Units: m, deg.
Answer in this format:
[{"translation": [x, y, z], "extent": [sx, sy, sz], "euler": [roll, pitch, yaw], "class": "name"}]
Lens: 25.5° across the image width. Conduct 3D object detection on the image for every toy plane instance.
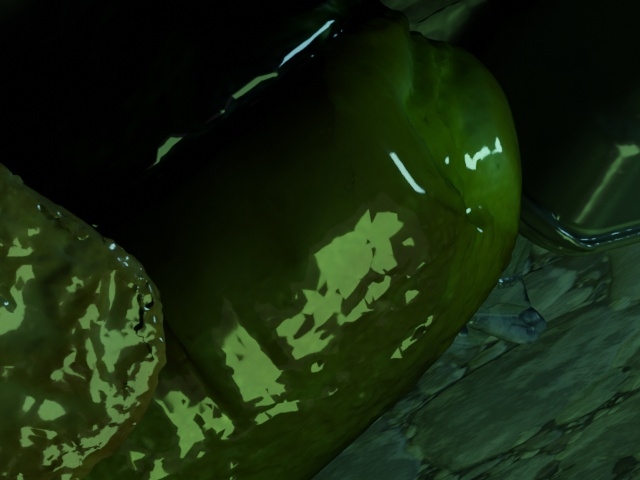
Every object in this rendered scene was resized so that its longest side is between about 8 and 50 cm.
[{"translation": [0.105, 0.040, 1.015], "extent": [0.212, 0.088, 0.267], "euler": [-40, 163, 20], "class": "toy plane"}]

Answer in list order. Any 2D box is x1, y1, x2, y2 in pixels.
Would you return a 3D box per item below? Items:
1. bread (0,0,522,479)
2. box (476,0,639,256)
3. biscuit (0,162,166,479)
[{"translation": [-0.078, 0.035, 0.647], "extent": [0.376, 0.208, 0.251], "euler": [-41, 159, 11], "class": "bread"}, {"translation": [0.209, -0.109, 0.802], "extent": [0.274, 0.138, 0.178], "euler": [-12, 144, -42], "class": "box"}, {"translation": [-0.167, 0.006, 0.489], "extent": [0.247, 0.029, 0.118], "euler": [33, 104, -18], "class": "biscuit"}]
